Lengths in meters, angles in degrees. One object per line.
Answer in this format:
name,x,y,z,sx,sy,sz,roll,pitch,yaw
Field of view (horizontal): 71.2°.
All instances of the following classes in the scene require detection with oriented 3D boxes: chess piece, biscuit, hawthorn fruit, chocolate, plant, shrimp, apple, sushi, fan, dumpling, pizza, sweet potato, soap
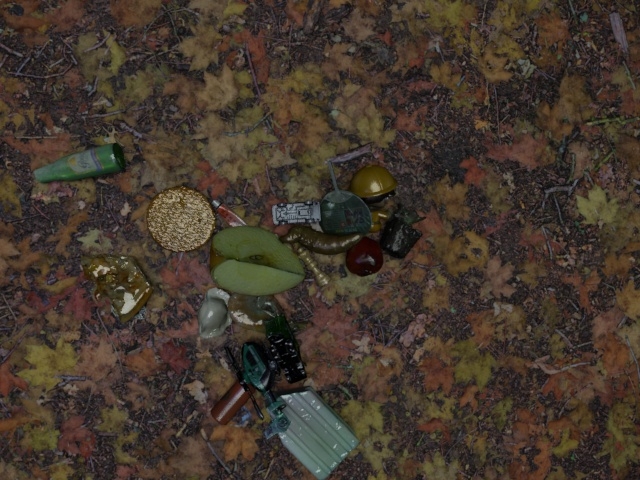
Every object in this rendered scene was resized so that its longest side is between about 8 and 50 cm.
chess piece,-0.030,0.097,1.715,0.060,0.060,0.172,-37,92,-6
biscuit,-0.517,-0.077,1.658,0.254,0.035,0.254,0,90,-9
hawthorn fruit,0.168,0.053,1.709,0.148,0.148,0.172,6,60,-8
chocolate,-0.853,-0.265,1.586,0.291,0.110,0.110,-15,92,-5
plant,0.314,-0.036,1.721,0.142,0.131,0.203,35,87,-8
shrimp,-0.193,0.268,1.680,0.317,0.077,0.168,18,67,-18
apple,-0.234,0.079,1.624,0.346,0.179,0.254,12,90,-22
sushi,-0.701,0.226,1.637,0.126,0.026,0.120,7,88,-8
fan,0.097,-0.124,1.653,0.223,0.012,0.294,24,122,20
dumpling,-0.385,0.271,1.646,0.127,0.108,0.188,20,72,-32
pizza,-0.735,0.137,1.599,0.189,0.071,0.297,-42,81,-8
sweet potato,-0.002,0.001,1.684,0.310,0.124,0.098,6,69,-3
soap,-0.047,0.696,1.678,0.208,0.115,0.347,-44,95,-7

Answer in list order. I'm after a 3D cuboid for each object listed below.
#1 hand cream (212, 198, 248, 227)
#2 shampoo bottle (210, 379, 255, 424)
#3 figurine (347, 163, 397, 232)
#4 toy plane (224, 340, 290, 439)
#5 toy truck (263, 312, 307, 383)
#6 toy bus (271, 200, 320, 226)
hand cream,-0.327,-0.073,1.688,0.216,0.038,0.052,44,112,-9
shampoo bottle,-0.300,0.566,1.664,0.085,0.085,0.244,41,82,-6
figurine,0.192,-0.157,1.685,0.192,0.167,0.256,3,92,18
toy plane,-0.209,0.500,1.594,0.155,0.106,0.381,-31,65,-10
toy truck,-0.123,0.403,1.628,0.088,0.121,0.259,-19,127,-1
toy bus,-0.095,-0.100,1.687,0.178,0.098,0.086,-5,92,-11
